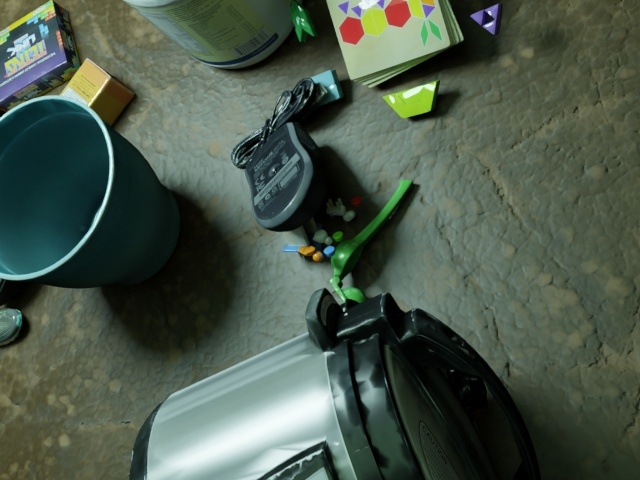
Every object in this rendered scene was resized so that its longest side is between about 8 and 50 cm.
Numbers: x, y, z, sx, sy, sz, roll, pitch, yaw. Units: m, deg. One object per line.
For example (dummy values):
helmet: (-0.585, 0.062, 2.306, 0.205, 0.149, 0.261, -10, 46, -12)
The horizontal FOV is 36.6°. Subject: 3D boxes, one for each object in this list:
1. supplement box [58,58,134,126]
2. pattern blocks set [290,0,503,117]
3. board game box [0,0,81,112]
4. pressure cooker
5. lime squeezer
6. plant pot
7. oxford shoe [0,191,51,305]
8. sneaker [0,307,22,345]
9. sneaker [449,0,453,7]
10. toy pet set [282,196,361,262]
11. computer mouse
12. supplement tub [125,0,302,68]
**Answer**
supplement box: (-0.423, -0.186, 1.640, 0.080, 0.078, 0.233, 37, 92, 28)
pattern blocks set: (0.106, -0.320, 1.400, 0.325, 0.026, 0.285, -5, 101, 30)
board game box: (-0.523, -0.330, 1.743, 0.170, 0.048, 0.141, -26, 65, 16)
pressure cooker: (0.035, 0.273, 1.135, 0.420, 0.370, 0.375, -25, 56, 15)
lime squeezer: (0.067, 0.065, 1.367, 0.110, 0.059, 0.310, 6, 74, -5)
plant pot: (-0.353, -0.043, 1.465, 0.272, 0.255, 0.271, -7, 72, 22)
oxford shoe: (-0.513, 0.002, 1.604, 0.096, 0.083, 0.227, 27, 103, 16)
sneaker: (-0.575, 0.142, 1.615, 0.166, 0.076, 0.065, -9, 73, 22)
sneaker: (0.090, -0.400, 1.451, 0.100, 0.108, 0.271, -43, 64, 5)
toy pet set: (0.000, 0.000, 1.393, 0.114, 0.065, 0.122, 1, 42, 30)
computer mouse: (-0.041, -0.103, 1.408, 0.188, 0.072, 0.272, -42, 33, 21)
supplement tub: (-0.189, -0.424, 1.460, 0.235, 0.325, 0.235, -7, 72, 23)
